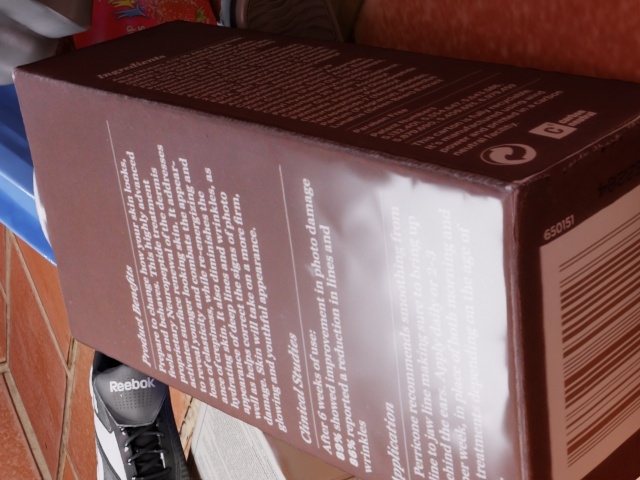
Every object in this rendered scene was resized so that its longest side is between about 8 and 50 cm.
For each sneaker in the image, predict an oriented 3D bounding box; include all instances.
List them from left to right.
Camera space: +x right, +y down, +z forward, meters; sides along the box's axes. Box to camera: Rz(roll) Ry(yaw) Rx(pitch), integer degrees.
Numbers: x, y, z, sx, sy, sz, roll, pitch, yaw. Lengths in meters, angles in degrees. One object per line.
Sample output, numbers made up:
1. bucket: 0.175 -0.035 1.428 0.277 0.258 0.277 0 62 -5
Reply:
1. sneaker: -0.159 0.158 1.020 0.106 0.078 0.234 97 160 -49
2. sneaker: -0.012 -0.086 0.834 0.118 0.083 0.222 -128 25 -68

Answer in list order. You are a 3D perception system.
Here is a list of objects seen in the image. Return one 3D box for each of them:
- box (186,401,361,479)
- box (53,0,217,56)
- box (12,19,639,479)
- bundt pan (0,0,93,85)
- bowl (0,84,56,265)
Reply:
1. box: -0.025 0.191 0.979 0.148 0.121 0.311 61 155 25
2. box: -0.186 -0.224 1.033 0.257 0.128 0.122 69 157 10
3. box: 0.000 0.000 0.654 0.381 0.143 0.191 17 123 42
4. bundt pan: -0.258 -0.242 0.873 0.124 0.331 0.331 31 -159 -54
5. bowl: -0.201 -0.017 1.048 0.391 0.077 0.391 35 167 9
